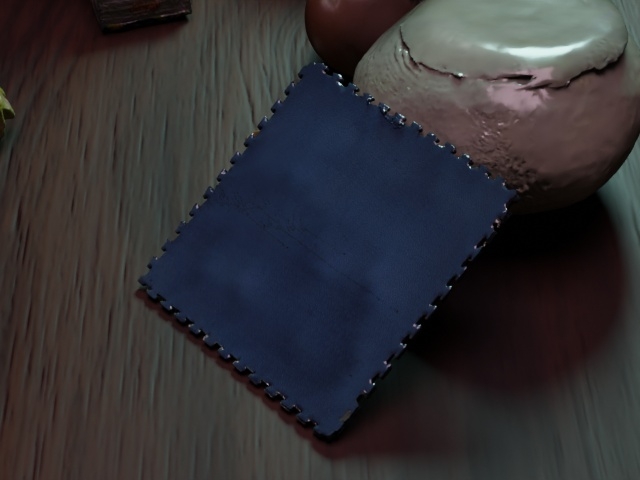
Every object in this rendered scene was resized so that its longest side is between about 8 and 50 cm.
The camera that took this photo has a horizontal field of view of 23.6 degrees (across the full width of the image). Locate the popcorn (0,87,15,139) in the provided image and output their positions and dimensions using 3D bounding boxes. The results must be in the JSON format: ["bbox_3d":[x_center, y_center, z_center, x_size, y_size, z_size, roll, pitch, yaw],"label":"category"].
[{"bbox_3d":[-0.363,-0.138,1.523,0.109,0.097,0.089,21,48,4],"label":"popcorn"}]

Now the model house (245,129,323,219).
[{"bbox_3d":[-0.027,-0.047,1.434,0.100,0.088,0.100,15,74,50],"label":"model house"}]

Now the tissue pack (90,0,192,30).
[{"bbox_3d":[-0.215,-0.303,1.723,0.109,0.060,0.148,-14,43,-12],"label":"tissue pack"}]

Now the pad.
[{"bbox_3d":[0.000,0.000,1.324,0.270,0.012,0.269,38,87,34],"label":"pad"}]

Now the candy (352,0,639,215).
[{"bbox_3d":[0.168,-0.127,1.433,0.295,0.185,0.295,-8,34,6],"label":"candy"}]

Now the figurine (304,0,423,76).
[{"bbox_3d":[0.062,-0.373,1.670,0.248,0.276,0.388,-1,39,-36],"label":"figurine"}]
